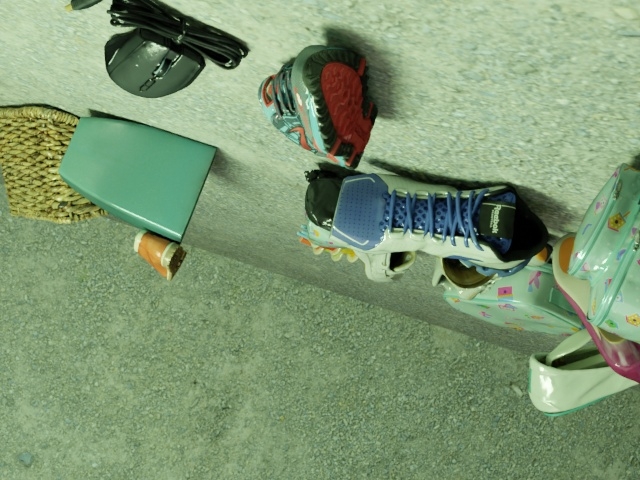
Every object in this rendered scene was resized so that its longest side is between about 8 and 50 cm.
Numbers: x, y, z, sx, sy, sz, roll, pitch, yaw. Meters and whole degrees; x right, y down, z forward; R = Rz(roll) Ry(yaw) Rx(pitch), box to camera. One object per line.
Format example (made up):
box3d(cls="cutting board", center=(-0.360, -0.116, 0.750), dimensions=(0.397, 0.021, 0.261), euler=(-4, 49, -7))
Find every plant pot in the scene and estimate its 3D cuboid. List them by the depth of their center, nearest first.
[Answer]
box3d(cls="plant pot", center=(-0.322, -0.113, 1.679), dimensions=(0.234, 0.165, 0.165), euler=(21, 171, -6))

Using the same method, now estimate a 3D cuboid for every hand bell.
box3d(cls="hand bell", center=(0.180, -0.015, 1.584), dimensions=(0.126, 0.126, 0.242), euler=(23, -177, -32))

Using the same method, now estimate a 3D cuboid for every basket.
box3d(cls="basket", center=(-0.480, -0.166, 1.875), dimensions=(0.213, 0.223, 0.299), euler=(-18, -166, -35))

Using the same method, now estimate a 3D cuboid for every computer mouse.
box3d(cls="computer mouse", center=(-0.221, -0.218, 1.118), dimensions=(0.184, 0.060, 0.262), euler=(22, 170, -33))

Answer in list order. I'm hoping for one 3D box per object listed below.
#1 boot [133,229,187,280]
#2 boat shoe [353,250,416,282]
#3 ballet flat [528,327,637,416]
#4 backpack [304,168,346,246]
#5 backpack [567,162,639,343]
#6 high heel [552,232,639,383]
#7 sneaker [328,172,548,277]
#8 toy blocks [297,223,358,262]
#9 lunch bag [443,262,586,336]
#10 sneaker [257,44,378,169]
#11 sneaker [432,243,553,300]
box3d(cls="boot", center=(-0.289, 0.023, 1.732), dimensions=(0.085, 0.059, 0.158), euler=(26, 163, 5))
box3d(cls="boat shoe", center=(0.140, 0.031, 1.883), dimensions=(0.096, 0.098, 0.277), euler=(15, 170, 21))
box3d(cls="ballet flat", center=(0.565, 0.198, 1.756), dimensions=(0.400, 0.139, 0.139), euler=(-20, 168, 2))
box3d(cls="backpack", center=(0.034, -0.044, 1.554), dimensions=(0.152, 0.115, 0.182), euler=(15, 174, -3))
box3d(cls="backpack", center=(0.348, 0.015, 1.045), dimensions=(0.144, 0.188, 0.166), euler=(16, 172, 9))
box3d(cls="high heel", center=(0.407, 0.094, 1.394), dimensions=(0.117, 0.082, 0.244), euler=(53, -170, -38))
box3d(cls="sneaker", center=(0.183, -0.035, 1.348), dimensions=(0.315, 0.127, 0.182), euler=(12, 169, -10))
box3d(cls="toy blocks", center=(0.000, 0.000, 2.114), dimensions=(0.148, 0.054, 0.123), euler=(22, 170, -29))
box3d(cls="lunch bag", center=(0.387, 0.102, 1.811), dimensions=(0.224, 0.108, 0.279), euler=(1, 165, 44))
box3d(cls="sneaker", center=(-0.017, -0.143, 1.052), dimensions=(0.125, 0.104, 0.262), euler=(18, 172, 11))
box3d(cls="sneaker", center=(0.281, 0.045, 1.607), dimensions=(0.099, 0.121, 0.262), euler=(20, 171, -25))
